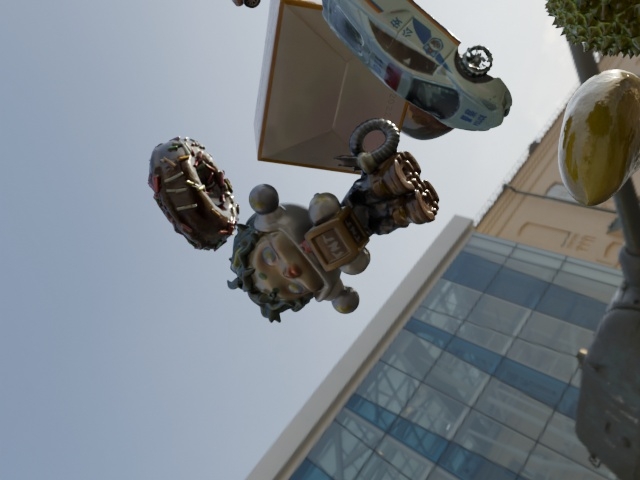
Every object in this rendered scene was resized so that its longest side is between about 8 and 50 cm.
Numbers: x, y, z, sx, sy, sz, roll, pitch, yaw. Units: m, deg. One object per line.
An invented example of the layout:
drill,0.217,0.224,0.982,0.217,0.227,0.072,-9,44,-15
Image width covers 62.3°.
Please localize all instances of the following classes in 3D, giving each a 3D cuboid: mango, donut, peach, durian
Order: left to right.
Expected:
donut,-0.270,-0.106,1.161,0.103,0.270,0.270,-28,-45,12
peach,0.258,-0.370,1.305,0.252,0.252,0.253,-19,-63,-41
mango,0.493,-0.189,0.915,0.331,0.142,0.196,-32,-63,-48
durian,0.416,-0.349,0.710,0.176,0.236,0.200,-36,-52,-36

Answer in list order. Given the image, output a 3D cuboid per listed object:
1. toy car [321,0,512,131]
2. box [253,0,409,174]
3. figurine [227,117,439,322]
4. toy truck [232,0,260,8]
toy car,0.082,-0.168,0.481,0.056,0.205,0.095,-46,-5,-6
box,0.019,-0.300,0.994,0.259,0.214,0.284,6,-60,-12
figurine,0.001,0.004,0.862,0.261,0.381,0.186,60,-145,-3
toy truck,-0.082,-0.486,0.907,0.192,0.083,0.092,-28,-40,0
